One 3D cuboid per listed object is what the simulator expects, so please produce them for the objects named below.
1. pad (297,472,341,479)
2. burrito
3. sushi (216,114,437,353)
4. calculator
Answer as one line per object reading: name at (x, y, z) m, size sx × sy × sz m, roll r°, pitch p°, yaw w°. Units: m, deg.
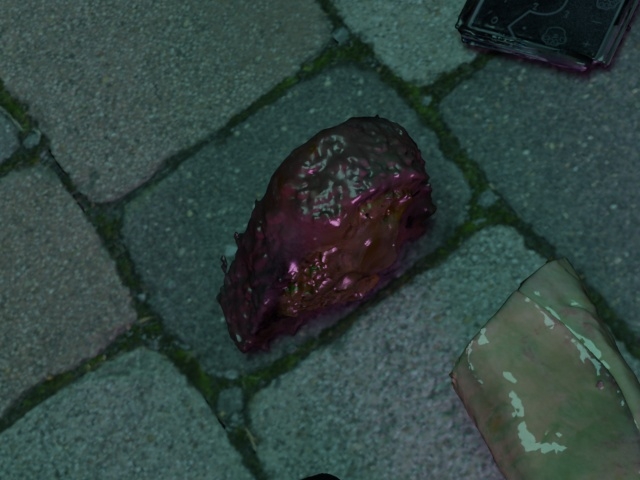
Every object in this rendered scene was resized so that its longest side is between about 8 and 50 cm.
pad at (-0.079, 0.306, 1.222) m, size 0.267 × 0.004 × 0.181 m, roll -23°, pitch 56°, yaw 28°
burrito at (0.205, 0.157, 1.214) m, size 0.143 × 0.105 × 0.299 m, roll -21°, pitch 57°, yaw -6°
sushi at (-0.003, -0.010, 1.330) m, size 0.241 × 0.161 × 0.107 m, roll -33°, pitch 60°, yaw -4°
calculator at (0.259, -0.292, 1.483) m, size 0.166 × 0.028 × 0.274 m, roll 18°, pitch 69°, yaw 24°
